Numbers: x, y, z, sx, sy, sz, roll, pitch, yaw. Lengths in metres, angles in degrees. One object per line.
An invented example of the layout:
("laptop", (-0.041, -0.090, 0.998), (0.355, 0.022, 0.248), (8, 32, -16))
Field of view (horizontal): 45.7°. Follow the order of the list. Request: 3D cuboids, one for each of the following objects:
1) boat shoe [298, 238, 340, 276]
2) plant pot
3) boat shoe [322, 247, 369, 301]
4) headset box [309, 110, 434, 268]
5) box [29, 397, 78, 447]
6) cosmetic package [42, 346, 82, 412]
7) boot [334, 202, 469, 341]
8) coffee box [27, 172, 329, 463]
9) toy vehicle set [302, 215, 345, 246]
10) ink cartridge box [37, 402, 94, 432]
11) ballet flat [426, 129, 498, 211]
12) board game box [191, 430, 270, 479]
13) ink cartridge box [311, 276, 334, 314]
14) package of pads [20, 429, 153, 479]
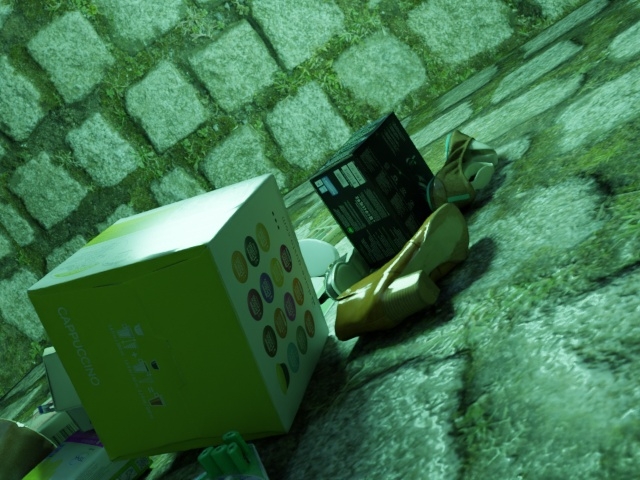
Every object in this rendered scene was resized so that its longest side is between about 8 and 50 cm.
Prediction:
("boat shoe", (-0.041, 0.053, 1.920), (0.267, 0.096, 0.088), (-13, -10, 43))
("plant pot", (-0.692, 0.534, 1.606), (0.215, 0.215, 0.230), (-26, 28, 38))
("boat shoe", (0.045, 0.082, 1.579), (0.068, 0.081, 0.228), (-34, 4, 21))
("headset box", (0.140, -0.121, 1.691), (0.131, 0.246, 0.283), (-26, 15, 36))
("box", (-0.606, 0.443, 1.845), (0.148, 0.127, 0.232), (-38, 12, -14))
("cosmetic package", (-0.466, 0.255, 1.525), (0.160, 0.113, 0.309), (-14, -2, -21))
("boot", (0.138, 0.053, 1.359), (0.211, 0.104, 0.295), (-25, 19, 39))
("coffee box", (-0.219, 0.128, 1.309), (0.338, 0.338, 0.334), (-14, 18, 19))
("toy vehicle set", (0.000, 0.000, 2.129), (0.267, 0.035, 0.166), (-40, 13, -22))
("ink cartridge box", (-0.411, 0.330, 1.582), (0.332, 0.065, 0.165), (-13, 0, -22))
("ballet flat", (0.331, -0.162, 1.706), (0.124, 0.116, 0.342), (-7, 24, 24))
("board game box", (-0.219, 0.416, 0.903), (0.390, 0.050, 0.390), (-33, 16, -8))
("ink cartridge box", (-0.059, 0.143, 1.692), (0.235, 0.056, 0.171), (0, 29, 27))
("package of pads", (-0.480, 0.467, 1.457), (0.229, 0.101, 0.296), (-42, 13, -33))
